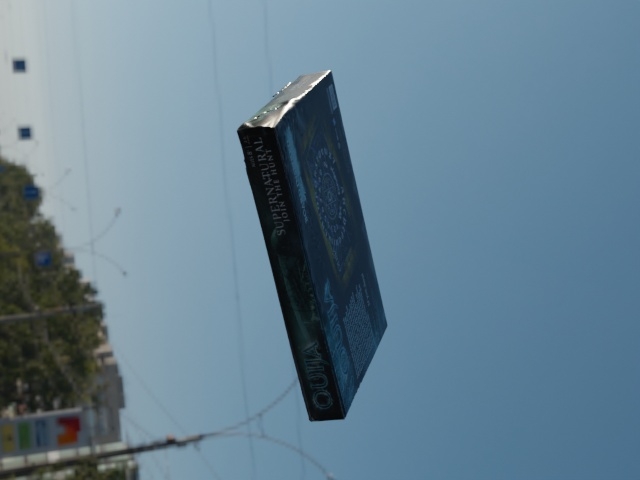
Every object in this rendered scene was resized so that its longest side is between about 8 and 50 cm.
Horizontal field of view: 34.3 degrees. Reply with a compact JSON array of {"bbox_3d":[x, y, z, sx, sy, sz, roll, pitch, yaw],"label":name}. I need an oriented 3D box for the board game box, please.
[{"bbox_3d":[0.000,0.000,0.644,0.126,0.026,0.186,-54,134,-63],"label":"board game box"}]
